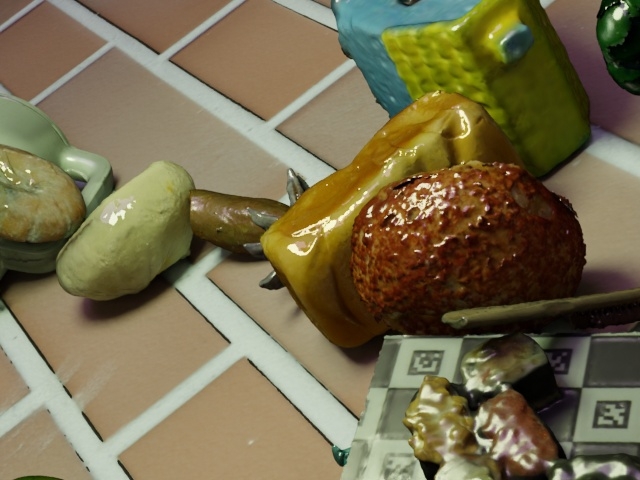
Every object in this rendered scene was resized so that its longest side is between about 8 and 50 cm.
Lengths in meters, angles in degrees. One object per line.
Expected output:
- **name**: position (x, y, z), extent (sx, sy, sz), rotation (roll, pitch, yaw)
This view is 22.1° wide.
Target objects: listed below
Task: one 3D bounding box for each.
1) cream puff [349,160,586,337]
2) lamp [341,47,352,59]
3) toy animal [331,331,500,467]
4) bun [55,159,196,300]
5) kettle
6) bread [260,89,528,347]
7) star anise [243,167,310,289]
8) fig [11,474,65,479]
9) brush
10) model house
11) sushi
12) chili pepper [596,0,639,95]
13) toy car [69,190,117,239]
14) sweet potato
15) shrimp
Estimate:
- **cream puff**: position (0.143, 0.025, 1.629), extent (0.240, 0.240, 0.164), rotation (-11, 69, 34)
- **lamp**: position (0.097, -0.283, 2.130), extent (0.203, 0.124, 0.283), rotation (-45, 2, -8)
- **toy animal**: position (0.113, 0.179, 1.553), extent (0.208, 0.100, 0.103), rotation (-33, 50, -17)
- **bun**: position (-0.240, 0.001, 2.135), extent (0.222, 0.127, 0.222), rotation (-47, 3, 3)
- **kettle**: position (-0.489, -0.049, 2.367), extent (0.265, 0.205, 0.318), rotation (-13, 32, 36)
- **bread**: position (0.086, -0.022, 1.789), extent (0.294, 0.167, 0.132), rotation (-39, 27, -9)
- **star anise**: position (0.000, 0.000, 1.913), extent (0.180, 0.061, 0.204), rotation (-30, 58, -5)
- **fig**: position (-0.274, 0.302, 1.738), extent (0.177, 0.117, 0.117), rotation (-7, 38, 22)
- **brush**: position (0.227, 0.069, 1.523), extent (0.248, 0.036, 0.043), rotation (-6, -6, -30)
- **model house**: position (0.180, -0.213, 1.912), extent (0.215, 0.237, 0.303), rotation (-36, 30, -5)
- **sushi**: position (0.176, 0.184, 1.395), extent (0.359, 0.064, 0.343), rotation (-2, 44, 21)
- **chili pepper**: position (0.434, -0.252, 1.733), extent (0.233, 0.248, 0.257), rotation (-20, 20, 45)
- **toy car**: position (-0.272, -0.040, 2.281), extent (0.186, 0.058, 0.093), rotation (-34, 29, 3)
- **sweet potato**: position (-0.069, -0.012, 2.034), extent (0.243, 0.077, 0.077), rotation (15, 52, 31)
- **shrimp**: position (-0.474, -0.085, 2.255), extent (0.168, 0.317, 0.077), rotation (-85, 20, -51)
